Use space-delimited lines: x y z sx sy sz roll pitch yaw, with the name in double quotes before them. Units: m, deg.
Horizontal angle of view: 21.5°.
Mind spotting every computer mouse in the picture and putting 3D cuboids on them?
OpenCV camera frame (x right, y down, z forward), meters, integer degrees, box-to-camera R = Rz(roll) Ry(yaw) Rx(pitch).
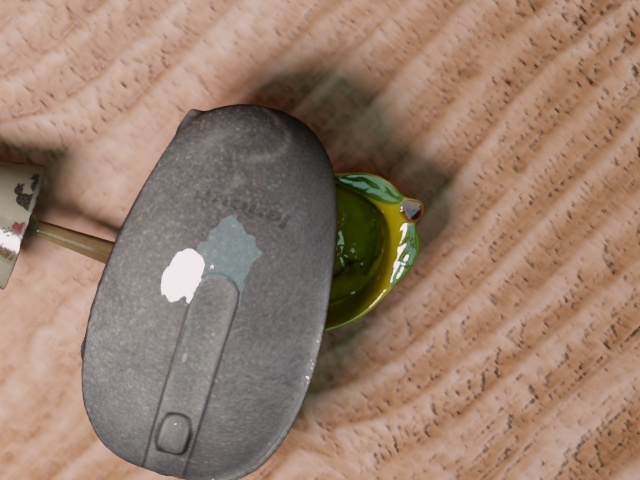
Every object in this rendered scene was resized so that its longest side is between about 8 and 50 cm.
"computer mouse" -0.099 0.063 1.483 0.203 0.114 0.374 13 109 -5

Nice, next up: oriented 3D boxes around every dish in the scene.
"dish" 0.000 0.000 1.560 0.208 0.080 0.148 -22 105 9

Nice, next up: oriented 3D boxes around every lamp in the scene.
"lamp" -0.255 -0.006 1.545 0.215 0.121 0.121 21 106 -15
